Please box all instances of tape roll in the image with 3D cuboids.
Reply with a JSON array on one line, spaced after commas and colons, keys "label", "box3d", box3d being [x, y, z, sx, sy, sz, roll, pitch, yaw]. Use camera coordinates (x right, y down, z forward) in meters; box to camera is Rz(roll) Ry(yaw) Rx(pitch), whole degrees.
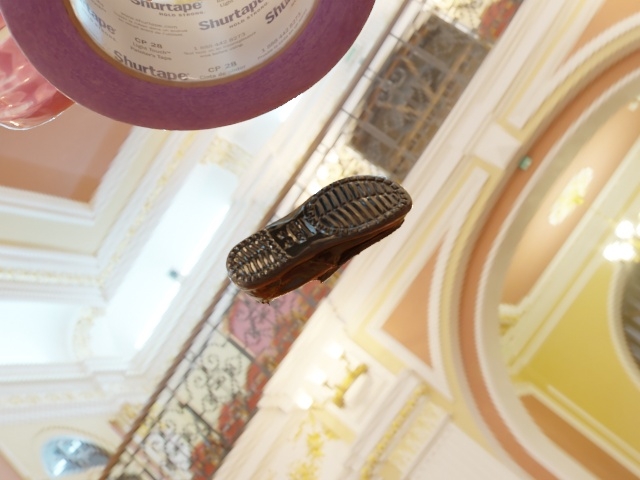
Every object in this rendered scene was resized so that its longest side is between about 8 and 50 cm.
[{"label": "tape roll", "box3d": [-0.067, -0.152, 0.483, 0.188, 0.080, 0.189, -9, -44, -9]}]

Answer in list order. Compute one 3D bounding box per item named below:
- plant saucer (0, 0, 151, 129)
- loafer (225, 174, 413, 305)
[{"label": "plant saucer", "box3d": [-0.288, -0.282, 1.024, 0.084, 0.332, 0.332, 30, -82, -42]}, {"label": "loafer", "box3d": [0.000, 0.000, 1.065, 0.220, 0.080, 0.078, -25, -34, -9]}]
